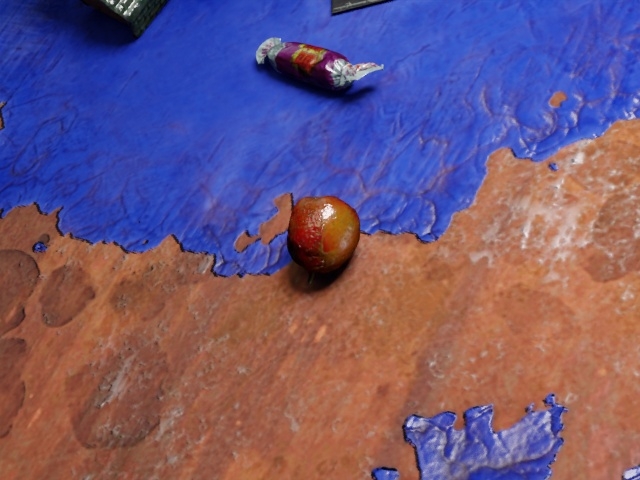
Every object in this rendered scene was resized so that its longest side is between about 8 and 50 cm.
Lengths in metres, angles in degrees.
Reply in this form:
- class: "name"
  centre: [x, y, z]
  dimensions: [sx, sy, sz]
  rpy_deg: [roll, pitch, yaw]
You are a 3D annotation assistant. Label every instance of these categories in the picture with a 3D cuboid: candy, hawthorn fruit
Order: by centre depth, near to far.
- class: "hawthorn fruit"
  centre: [0.001, -0.006, 1.227]
  dimensions: [0.077, 0.077, 0.077]
  rpy_deg: [-12, 49, 14]
- class: "candy"
  centre: [-0.005, -0.189, 1.398]
  dimensions: [0.175, 0.043, 0.045]
  rpy_deg: [23, 62, 40]

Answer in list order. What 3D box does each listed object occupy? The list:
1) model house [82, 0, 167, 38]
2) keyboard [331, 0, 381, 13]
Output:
- class: "model house"
  centre: [-0.208, -0.349, 1.542]
  dimensions: [0.172, 0.166, 0.183]
  rpy_deg: [33, 83, 35]
- class: "keyboard"
  centre: [0.108, -0.301, 1.459]
  dimensions: [0.202, 0.011, 0.067]
  rpy_deg: [-12, 51, 15]
